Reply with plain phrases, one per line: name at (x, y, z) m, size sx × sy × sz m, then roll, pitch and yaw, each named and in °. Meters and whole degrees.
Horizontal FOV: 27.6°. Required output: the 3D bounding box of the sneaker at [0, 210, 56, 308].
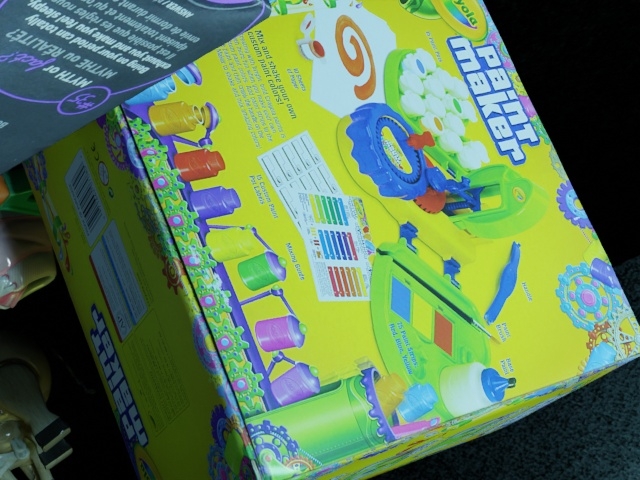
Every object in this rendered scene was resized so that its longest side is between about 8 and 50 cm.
sneaker at (-0.251, 0.017, 0.939) m, size 0.134 × 0.070 × 0.051 m, roll -10°, pitch 163°, yaw -38°

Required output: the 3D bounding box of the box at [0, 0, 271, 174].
box at (-0.183, -0.098, 0.480) m, size 0.270 × 0.143 × 0.165 m, roll -28°, pitch 163°, yaw 17°

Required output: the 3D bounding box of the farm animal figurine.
farm animal figurine at (-0.368, 0.170, 1.153) m, size 0.326 × 0.172 × 0.330 m, roll -28°, pitch 163°, yaw -35°

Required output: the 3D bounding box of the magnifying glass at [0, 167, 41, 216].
magnifying glass at (-0.205, -0.037, 0.913) m, size 0.231 × 0.026 × 0.092 m, roll -11°, pitch 162°, yaw -45°

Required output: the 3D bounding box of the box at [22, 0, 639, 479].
box at (0.000, 0.000, 0.820) m, size 0.279 × 0.290 × 0.177 m, roll -14°, pitch 163°, yaw -30°
